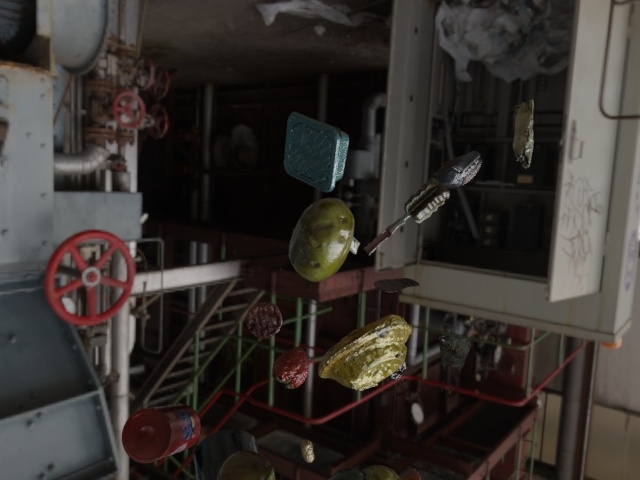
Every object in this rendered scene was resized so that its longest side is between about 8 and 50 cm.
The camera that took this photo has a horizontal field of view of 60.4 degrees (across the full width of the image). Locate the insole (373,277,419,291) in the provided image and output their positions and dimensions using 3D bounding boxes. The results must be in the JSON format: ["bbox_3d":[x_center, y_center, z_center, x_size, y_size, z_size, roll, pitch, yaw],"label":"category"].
[{"bbox_3d":[0.238,0.137,1.724,0.080,0.003,0.232,27,-162,34],"label":"insole"}]

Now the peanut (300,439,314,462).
[{"bbox_3d":[-0.051,0.843,2.201,0.054,0.113,0.054,-8,-150,4],"label":"peanut"}]

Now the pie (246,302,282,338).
[{"bbox_3d":[-0.219,0.313,2.162,0.153,0.154,0.038,4,-173,9],"label":"pie"}]

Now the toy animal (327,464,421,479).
[{"bbox_3d":[0.182,0.897,1.948,0.338,0.216,0.191,-1,-175,-4],"label":"toy animal"}]

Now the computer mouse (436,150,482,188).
[{"bbox_3d":[0.503,-0.248,1.987,0.192,0.106,0.062,-31,-146,1],"label":"computer mouse"}]

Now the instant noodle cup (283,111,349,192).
[{"bbox_3d":[-0.006,-0.213,1.311,0.070,0.157,0.179,-18,-144,-42],"label":"instant noodle cup"}]

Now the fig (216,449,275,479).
[{"bbox_3d":[-0.176,0.589,1.381,0.148,0.186,0.142,8,-139,-51],"label":"fig"}]

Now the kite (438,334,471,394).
[{"bbox_3d":[0.552,0.519,2.304,0.141,0.245,0.015,5,180,36],"label":"kite"}]

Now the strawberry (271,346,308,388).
[{"bbox_3d":[-0.104,0.474,2.046,0.131,0.148,0.131,42,174,5],"label":"strawberry"}]

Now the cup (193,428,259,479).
[{"bbox_3d":[-0.320,0.897,1.979,0.242,0.308,0.292,-2,-153,-17],"label":"cup"}]

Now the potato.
[{"bbox_3d":[0.000,-0.001,1.416,0.148,0.197,0.228,21,159,-12],"label":"potato"}]

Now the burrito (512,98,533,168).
[{"bbox_3d":[0.665,-0.348,1.799,0.063,0.229,0.058,6,172,-3],"label":"burrito"}]

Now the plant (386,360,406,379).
[{"bbox_3d":[0.208,0.456,2.130,0.256,0.164,0.142,15,168,44],"label":"plant"}]

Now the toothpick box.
[{"bbox_3d":[-0.641,0.778,2.248,0.204,0.204,0.333,4,168,9],"label":"toothpick box"}]

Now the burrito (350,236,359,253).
[{"bbox_3d":[0.100,-0.019,2.384,0.203,0.064,0.064,43,167,-26],"label":"burrito"}]

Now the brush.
[{"bbox_3d":[0.249,-0.063,1.627,0.084,0.301,0.071,48,180,21],"label":"brush"}]

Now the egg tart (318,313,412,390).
[{"bbox_3d":[0.132,0.316,1.492,0.290,0.290,0.115,-3,-129,-42],"label":"egg tart"}]
